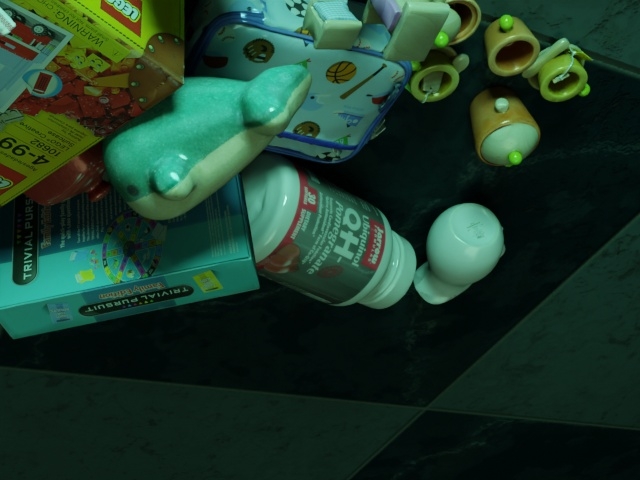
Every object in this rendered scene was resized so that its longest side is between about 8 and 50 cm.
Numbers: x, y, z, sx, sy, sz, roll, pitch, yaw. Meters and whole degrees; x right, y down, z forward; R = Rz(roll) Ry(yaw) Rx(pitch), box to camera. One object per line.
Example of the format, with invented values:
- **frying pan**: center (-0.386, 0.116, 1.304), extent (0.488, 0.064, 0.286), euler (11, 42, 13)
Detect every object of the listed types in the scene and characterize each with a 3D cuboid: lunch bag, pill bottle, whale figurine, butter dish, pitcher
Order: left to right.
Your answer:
- **butter dish**: center (-0.322, -0.102, 1.197), extent (0.160, 0.160, 0.118), euler (-32, 106, 24)
- **whale figurine**: center (-0.139, -0.134, 1.035), extent (0.272, 0.216, 0.141), euler (-22, 117, 40)
- **lunch bag**: center (-0.041, -0.209, 1.200), extent (0.303, 0.115, 0.243), euler (11, 139, -27)
- **pill bottle**: center (0.000, 0.000, 1.428), extent (0.176, 0.176, 0.318), euler (-37, 137, 29)
- **pitcher**: center (0.260, 0.013, 1.583), extent (0.177, 0.125, 0.207), euler (-24, 158, -19)

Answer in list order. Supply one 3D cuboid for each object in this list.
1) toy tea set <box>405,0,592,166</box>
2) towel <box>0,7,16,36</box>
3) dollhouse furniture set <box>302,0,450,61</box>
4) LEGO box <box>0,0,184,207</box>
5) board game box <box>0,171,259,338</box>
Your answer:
- **toy tea set**: center (0.231, -0.213, 1.258), extent (0.336, 0.124, 0.200), euler (20, 132, -36)
- **towel**: center (-0.389, -0.198, 0.808), extent (0.197, 0.029, 0.144), euler (-24, 134, 20)
- **dollhouse furniture set**: center (-0.045, -0.341, 0.883), extent (0.303, 0.286, 0.198), euler (-4, 141, -26)
- **LEGO box**: center (-0.440, -0.263, 0.915), extent (0.372, 0.193, 0.500), euler (-27, 141, 29)
- **board game box**: center (-0.268, -0.022, 1.258), extent (0.335, 0.254, 0.079), euler (-12, 144, -1)
